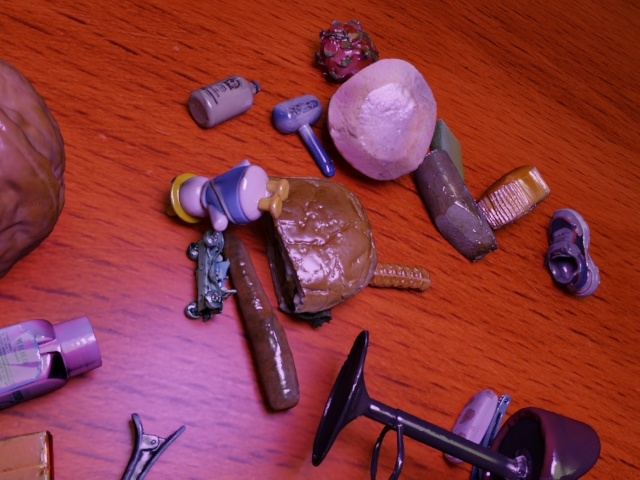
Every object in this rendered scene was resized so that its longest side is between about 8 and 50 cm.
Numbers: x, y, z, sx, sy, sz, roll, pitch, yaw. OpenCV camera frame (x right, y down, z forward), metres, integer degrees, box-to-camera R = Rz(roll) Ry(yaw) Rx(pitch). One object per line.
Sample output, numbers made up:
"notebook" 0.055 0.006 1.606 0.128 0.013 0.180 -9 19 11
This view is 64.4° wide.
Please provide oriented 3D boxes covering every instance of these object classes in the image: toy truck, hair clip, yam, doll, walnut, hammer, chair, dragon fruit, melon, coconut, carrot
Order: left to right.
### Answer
"walnut" -0.490 -0.097 0.663 0.306 0.344 0.306 8 57 -12
"hair clip" -0.273 0.389 0.706 0.083 0.048 0.275 22 63 -16
"toy truck" -0.185 0.060 0.890 0.078 0.080 0.154 15 58 -38
"doll" -0.174 -0.079 0.892 0.098 0.241 0.135 7 82 -60
"carrot" -0.109 0.128 0.897 0.070 0.070 0.342 -11 69 -29
"hammer" -0.020 -0.227 1.123 0.116 0.069 0.194 -30 88 -34
"dragon fruit" 0.082 -0.449 1.249 0.236 0.135 0.137 -2 65 -49
"coconut" 0.131 -0.261 1.116 0.259 0.259 0.259 11 61 -20
"melon" 0.333 -0.174 1.280 0.114 0.053 0.262 9 64 -42
"yam" 0.306 -0.076 1.172 0.106 0.106 0.259 -13 69 -30
"chair" 0.210 0.320 0.804 0.401 0.226 0.227 22 57 1
"hair clip" 0.326 0.393 0.979 0.039 0.070 0.229 36 48 -5

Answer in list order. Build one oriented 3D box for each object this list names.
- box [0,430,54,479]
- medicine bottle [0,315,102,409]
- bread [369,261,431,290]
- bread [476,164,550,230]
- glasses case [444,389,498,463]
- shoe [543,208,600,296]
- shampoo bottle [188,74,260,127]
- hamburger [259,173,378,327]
"box" -0.420 0.405 0.594 0.197 0.089 0.313 -3 67 -25
"medicine bottle" -0.410 0.169 0.699 0.188 0.119 0.094 -16 73 -30
"bread" 0.161 0.075 1.061 0.157 0.044 0.052 8 68 -21
"bread" 0.467 -0.108 1.244 0.190 0.132 0.114 -24 78 -36
"glasses case" 0.288 0.352 0.969 0.041 0.063 0.164 45 56 -2
"shoe" 0.597 0.029 1.255 0.125 0.099 0.228 2 69 -28
"shampoo bottle" -0.191 -0.298 1.062 0.162 0.079 0.079 -35 83 -34
"hamburger" 0.000 0.000 0.972 0.211 0.132 0.309 -9 67 -24
